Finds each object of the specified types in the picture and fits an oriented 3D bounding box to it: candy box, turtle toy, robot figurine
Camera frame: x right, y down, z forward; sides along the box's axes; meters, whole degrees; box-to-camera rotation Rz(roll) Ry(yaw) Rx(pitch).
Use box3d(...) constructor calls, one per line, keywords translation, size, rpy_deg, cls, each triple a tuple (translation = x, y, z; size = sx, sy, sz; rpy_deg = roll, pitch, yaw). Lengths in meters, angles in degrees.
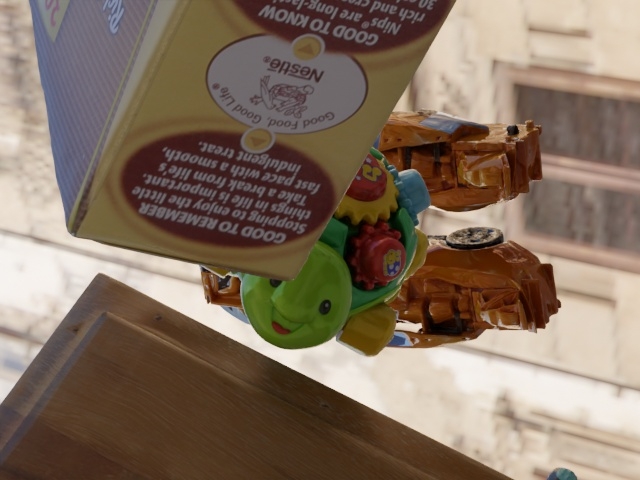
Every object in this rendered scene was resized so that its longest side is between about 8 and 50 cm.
box3d(translation=(0.004, -0.165, 0.602), size=(0.088, 0.183, 0.316), rpy_deg=(14, -54, -25), cls="candy box")
box3d(translation=(0.000, 0.000, 0.802), size=(0.066, 0.095, 0.130), rpy_deg=(-56, 7, 45), cls="turtle toy")
box3d(translation=(0.022, -0.012, 1.407), size=(0.085, 0.291, 0.211), rpy_deg=(-40, -54, -57), cls="robot figurine")

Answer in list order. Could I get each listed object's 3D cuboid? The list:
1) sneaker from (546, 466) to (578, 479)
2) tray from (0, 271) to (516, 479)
box3d(translation=(0.138, 0.233, 1.495), size=(0.166, 0.076, 0.065), rpy_deg=(-62, -12, 25), cls="sneaker")
box3d(translation=(0.029, 0.184, 0.722), size=(0.203, 0.411, 0.076), rpy_deg=(-55, -26, -21), cls="tray")
